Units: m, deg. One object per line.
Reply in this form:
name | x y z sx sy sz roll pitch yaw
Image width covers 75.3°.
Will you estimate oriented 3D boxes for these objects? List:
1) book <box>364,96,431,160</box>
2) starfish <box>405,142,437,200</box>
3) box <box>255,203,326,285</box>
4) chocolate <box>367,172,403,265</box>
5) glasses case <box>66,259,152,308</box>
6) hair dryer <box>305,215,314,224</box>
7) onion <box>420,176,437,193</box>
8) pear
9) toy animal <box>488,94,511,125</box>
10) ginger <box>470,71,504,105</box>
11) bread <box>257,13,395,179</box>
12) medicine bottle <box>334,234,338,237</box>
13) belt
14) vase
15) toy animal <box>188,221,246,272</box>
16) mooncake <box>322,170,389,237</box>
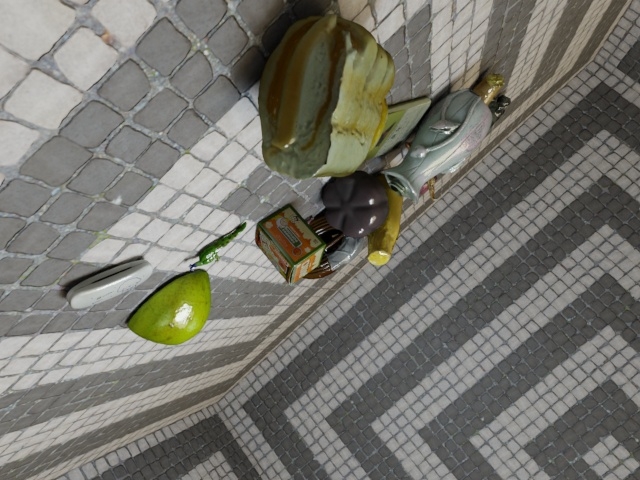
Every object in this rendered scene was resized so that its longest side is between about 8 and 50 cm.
book | 0.232 -0.375 1.450 0.352 0.035 0.239 -28 161 -40
starfish | 0.463 -0.364 1.801 0.294 0.084 0.301 28 72 -50
box | -0.106 0.019 1.411 0.148 0.195 0.177 -34 163 -22
chocolate | 0.243 -0.078 1.656 0.162 0.162 0.445 122 -12 -45
glasses case | -0.499 0.103 0.992 0.197 0.049 0.076 -27 158 -41
hair dryer | -0.081 -0.037 1.598 0.154 0.054 0.106 -42 169 -12
onion | 0.453 -0.284 1.998 0.159 0.159 0.195 -22 166 -49
pear | -0.422 0.208 1.323 0.239 0.139 0.288 -56 161 17
toy animal | 0.850 -0.635 2.067 0.343 0.106 0.168 -36 163 -29
ginger | 0.659 -0.531 1.804 0.375 0.166 0.236 -43 157 25
bread | 0.017 -0.291 0.878 0.341 0.210 0.300 -24 134 -60
medicine bottle | 0.122 -0.030 1.882 0.151 0.151 0.322 -29 160 -36
belt | 0.022 0.023 1.663 0.339 0.217 0.122 -32 164 4
vase | 0.438 -0.353 1.582 0.445 0.250 0.250 -47 164 -1
toy animal | -0.305 0.025 1.258 0.217 0.041 0.075 -40 163 -21
mooncake | 0.123 -0.127 1.482 0.133 0.245 0.245 -26 158 -53
